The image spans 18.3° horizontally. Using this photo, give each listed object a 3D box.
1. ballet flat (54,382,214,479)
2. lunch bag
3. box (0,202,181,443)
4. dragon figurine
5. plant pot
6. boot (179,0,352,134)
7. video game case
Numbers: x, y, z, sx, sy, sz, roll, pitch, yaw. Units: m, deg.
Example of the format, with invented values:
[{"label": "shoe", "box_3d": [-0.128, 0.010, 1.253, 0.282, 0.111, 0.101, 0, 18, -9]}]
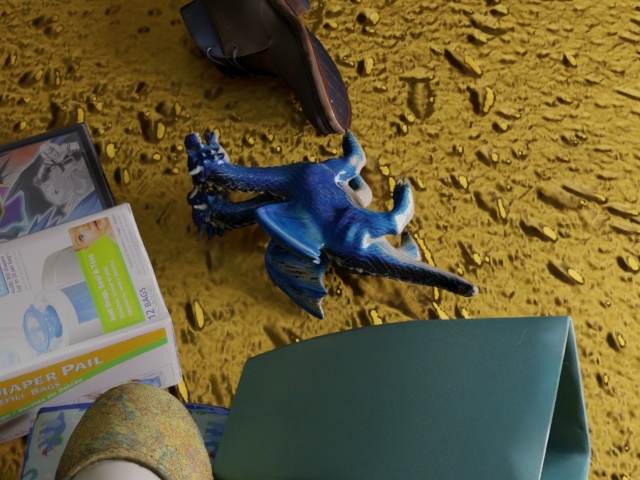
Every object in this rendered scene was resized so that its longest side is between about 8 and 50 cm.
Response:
[{"label": "ballet flat", "box_3d": [-0.138, 0.251, 1.281, 0.123, 0.123, 0.348, 5, 71, 11]}, {"label": "lunch bag", "box_3d": [-0.142, 0.185, 1.426, 0.151, 0.096, 0.129, 7, 50, 0]}, {"label": "box", "box_3d": [-0.219, 0.071, 1.486, 0.203, 0.103, 0.114, -18, 61, -9]}, {"label": "dragon figurine", "box_3d": [0.000, 0.000, 1.578, 0.144, 0.085, 0.289, -29, 51, -18]}, {"label": "plant pot", "box_3d": [0.056, 0.157, 1.388, 0.234, 0.165, 0.165, 3, 49, 17]}, {"label": "boot", "box_3d": [-0.048, -0.156, 1.747, 0.106, 0.082, 0.219, -29, 53, 10]}, {"label": "video game case", "box_3d": [-0.290, 0.031, 1.618, 0.275, 0.035, 0.248, -18, 49, -9]}]
